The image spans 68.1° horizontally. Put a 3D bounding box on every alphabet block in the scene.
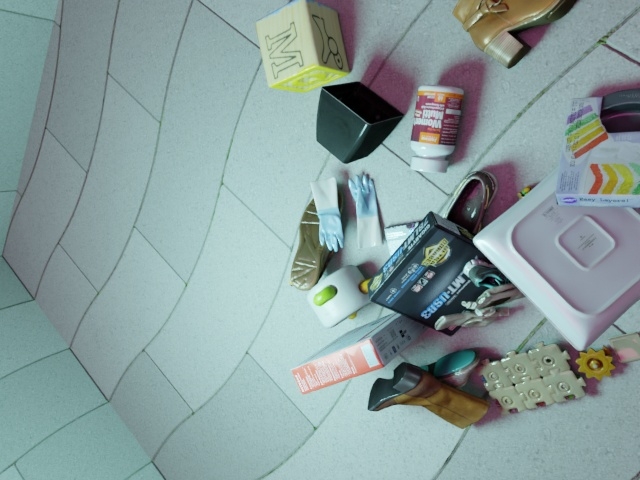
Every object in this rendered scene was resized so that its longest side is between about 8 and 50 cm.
[{"bbox_3d":[-0.052,-0.575,1.418,0.193,0.192,0.197,-10,93,36],"label":"alphabet block"}]

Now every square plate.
[{"bbox_3d":[0.599,0.010,1.086,0.347,0.049,0.344,-40,74,-2],"label":"square plate"}]

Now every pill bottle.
[{"bbox_3d":[0.308,-0.299,1.277,0.121,0.121,0.221,15,107,30],"label":"pill bottle"}]

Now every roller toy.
[{"bbox_3d":[0.069,0.181,1.491,0.146,0.209,0.191,56,158,11],"label":"roller toy"}]

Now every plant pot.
[{"bbox_3d":[0.095,-0.336,1.385,0.187,0.188,0.167,43,132,19],"label":"plant pot"}]

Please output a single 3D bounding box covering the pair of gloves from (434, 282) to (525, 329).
[{"bbox_3d":[0.429,0.178,1.217,0.240,0.204,0.042,120,141,-54],"label":"pair of gloves"}]

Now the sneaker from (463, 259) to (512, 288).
[{"bbox_3d":[0.448,0.096,1.190,0.166,0.076,0.065,3,125,-6],"label":"sneaker"}]

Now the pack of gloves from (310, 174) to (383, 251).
[{"bbox_3d":[0.082,-0.086,1.448,0.194,0.046,0.232,-9,87,-1],"label":"pack of gloves"}]

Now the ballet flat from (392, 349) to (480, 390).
[{"bbox_3d":[0.358,0.414,1.416,0.316,0.107,0.106,-30,103,39],"label":"ballet flat"}]

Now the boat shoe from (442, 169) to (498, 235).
[{"bbox_3d":[0.382,-0.034,1.296,0.116,0.096,0.325,30,114,26],"label":"boat shoe"}]

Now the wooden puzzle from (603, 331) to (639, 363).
[{"bbox_3d":[0.755,0.263,1.163,0.116,0.014,0.079,-18,94,35],"label":"wooden puzzle"}]

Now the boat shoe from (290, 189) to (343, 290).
[{"bbox_3d":[0.000,0.000,1.542,0.123,0.123,0.342,13,86,20],"label":"boat shoe"}]

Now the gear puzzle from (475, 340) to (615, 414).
[{"bbox_3d":[0.599,0.350,1.265,0.338,0.044,0.176,-31,89,35],"label":"gear puzzle"}]

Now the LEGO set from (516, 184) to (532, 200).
[{"bbox_3d":[0.566,0.001,1.177,0.132,0.107,0.287,-6,96,34],"label":"LEGO set"}]

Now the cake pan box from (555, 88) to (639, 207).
[{"bbox_3d":[0.662,-0.200,1.027,0.245,0.070,0.267,8,72,34],"label":"cake pan box"}]

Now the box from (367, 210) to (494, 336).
[{"bbox_3d":[0.326,0.101,1.277,0.293,0.073,0.296,26,121,-17],"label":"box"}]

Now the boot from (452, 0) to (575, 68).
[{"bbox_3d":[0.474,-0.589,1.134,0.220,0.109,0.283,54,130,17],"label":"boot"}]

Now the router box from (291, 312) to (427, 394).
[{"bbox_3d":[0.127,0.311,1.392,0.301,0.335,0.082,-31,83,35],"label":"router box"}]

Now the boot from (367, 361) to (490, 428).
[{"bbox_3d":[0.303,0.475,1.387,0.280,0.096,0.264,27,126,-10],"label":"boot"}]

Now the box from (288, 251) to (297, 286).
[{"bbox_3d":[-0.066,0.097,1.626,0.028,0.081,0.136,23,112,27],"label":"box"}]

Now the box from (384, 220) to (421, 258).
[{"bbox_3d":[0.262,0.029,1.430,0.116,0.029,0.162,-8,96,33],"label":"box"}]
